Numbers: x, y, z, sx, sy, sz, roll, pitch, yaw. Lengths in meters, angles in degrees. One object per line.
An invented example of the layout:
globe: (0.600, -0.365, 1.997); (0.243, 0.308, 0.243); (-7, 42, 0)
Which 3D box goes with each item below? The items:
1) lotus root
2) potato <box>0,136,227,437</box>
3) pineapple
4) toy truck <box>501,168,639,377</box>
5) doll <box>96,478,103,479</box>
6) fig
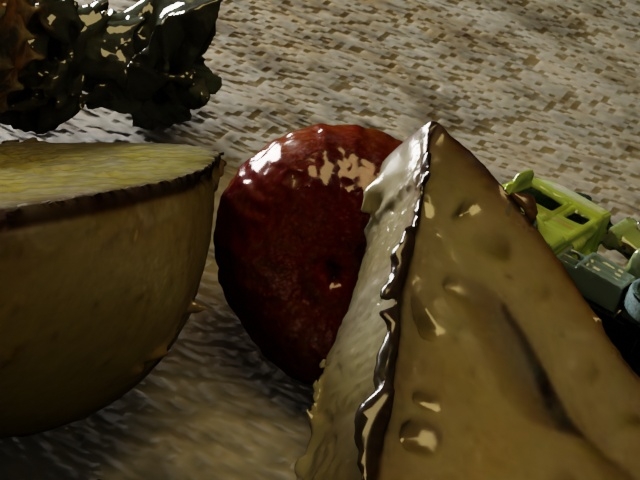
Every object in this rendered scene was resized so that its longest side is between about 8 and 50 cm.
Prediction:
lotus root: (0.066, 0.097, 0.566); (0.170, 0.074, 0.260); (28, 55, -10)
potato: (-0.163, 0.022, 0.601); (0.239, 0.116, 0.299); (4, 8, 11)
pineapple: (-0.144, -0.099, 0.760); (0.237, 0.111, 0.119); (1, 30, -48)
toy truck: (0.141, 0.032, 0.712); (0.169, 0.077, 0.100); (31, 34, 25)
doll: (-0.122, 0.149, 0.519); (0.159, 0.059, 0.158); (-32, 49, -15)
fig: (-0.005, -0.003, 0.703); (0.119, 0.119, 0.153); (-14, 26, -26)
